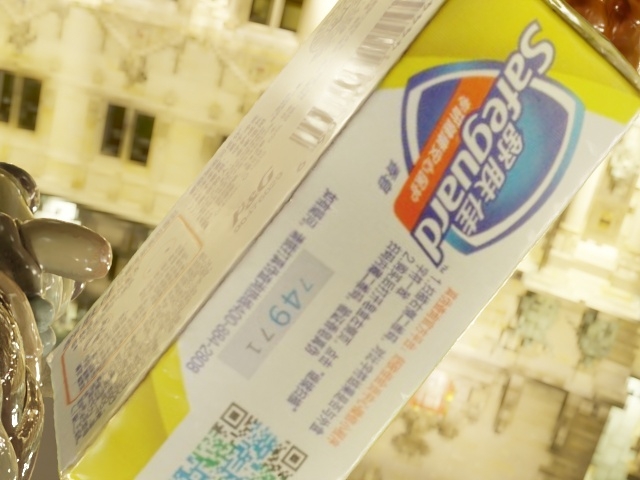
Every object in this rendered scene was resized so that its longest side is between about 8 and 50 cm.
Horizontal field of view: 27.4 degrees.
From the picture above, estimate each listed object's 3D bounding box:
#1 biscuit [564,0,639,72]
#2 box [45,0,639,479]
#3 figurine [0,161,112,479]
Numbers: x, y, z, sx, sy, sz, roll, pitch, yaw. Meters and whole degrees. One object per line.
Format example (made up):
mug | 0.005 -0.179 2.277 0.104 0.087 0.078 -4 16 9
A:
biscuit | 0.144 -0.269 0.860 0.111 0.312 0.318 2 -140 -24
box | 0.000 0.000 0.576 0.097 0.265 0.168 39 179 -17
figurine | -0.247 0.066 0.811 0.203 0.248 0.380 4 -156 8
